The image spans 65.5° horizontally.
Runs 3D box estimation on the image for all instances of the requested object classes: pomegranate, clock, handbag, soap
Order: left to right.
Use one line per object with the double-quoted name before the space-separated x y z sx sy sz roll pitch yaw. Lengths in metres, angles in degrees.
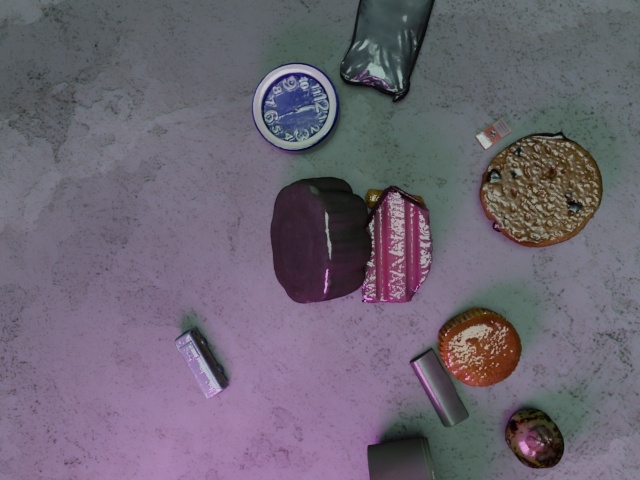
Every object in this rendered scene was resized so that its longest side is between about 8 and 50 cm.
"clock" -0.063 -0.345 1.320 0.230 0.083 0.231 0 86 6
"handbag" 0.174 -0.538 1.303 0.191 0.075 0.333 16 87 4
"soap" 0.184 0.007 1.236 0.182 0.112 0.290 -3 101 4
"pomegranate" 0.521 0.469 1.184 0.125 0.163 0.138 -12 66 -20

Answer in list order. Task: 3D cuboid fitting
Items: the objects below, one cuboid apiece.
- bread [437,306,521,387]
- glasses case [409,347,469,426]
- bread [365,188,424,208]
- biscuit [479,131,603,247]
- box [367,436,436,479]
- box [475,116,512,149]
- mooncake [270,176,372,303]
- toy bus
"bread" 0.392 0.265 1.230 0.199 0.104 0.199 0 90 6
"glasses case" 0.303 0.377 1.271 0.072 0.042 0.191 -28 85 -2
"bread" 0.193 -0.100 1.296 0.157 0.044 0.052 10 96 8
"biscuit" 0.544 -0.124 1.236 0.295 0.075 0.296 -1 83 9
"box" 0.205 0.595 1.181 0.149 0.226 0.226 -12 87 7
"box" 0.448 -0.276 1.285 0.083 0.012 0.046 -35 86 4
"mooncake" 0.000 0.000 1.207 0.154 0.306 0.306 -8 87 -31
"toy bus" -0.321 0.328 1.333 0.064 0.075 0.191 -33 85 6
